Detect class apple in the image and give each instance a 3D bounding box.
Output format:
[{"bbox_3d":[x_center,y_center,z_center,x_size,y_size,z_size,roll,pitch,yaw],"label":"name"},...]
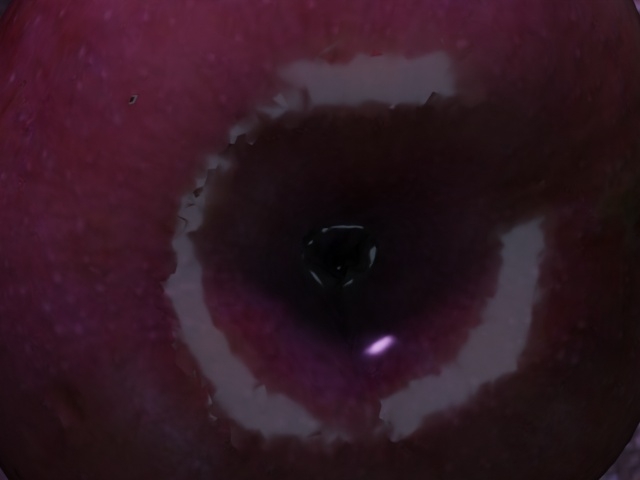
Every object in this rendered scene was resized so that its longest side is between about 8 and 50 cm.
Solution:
[{"bbox_3d":[0.000,0.000,0.664,0.306,0.235,0.305,-2,101,-11],"label":"apple"}]
